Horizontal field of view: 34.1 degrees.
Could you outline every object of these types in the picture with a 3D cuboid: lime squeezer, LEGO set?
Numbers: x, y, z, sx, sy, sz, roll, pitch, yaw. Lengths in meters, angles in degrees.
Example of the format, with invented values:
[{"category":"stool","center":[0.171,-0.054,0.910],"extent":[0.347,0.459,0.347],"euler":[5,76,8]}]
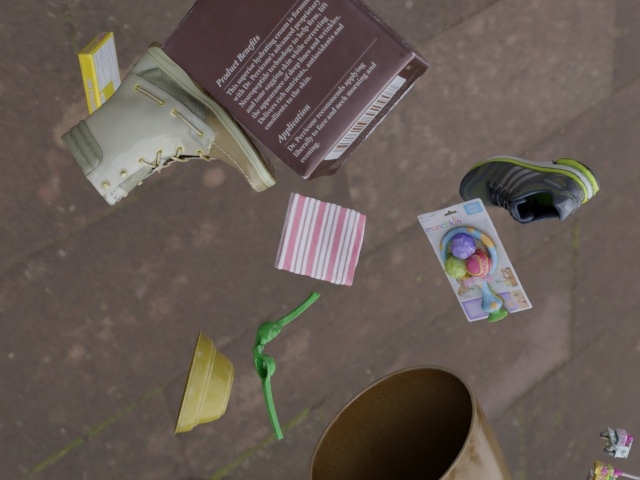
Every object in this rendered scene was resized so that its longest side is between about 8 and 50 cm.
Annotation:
[{"category":"lime squeezer","center":[-0.090,0.232,2.082],"extent":[0.110,0.059,0.310],"euler":[32,62,-37]},{"category":"LEGO set","center":[0.539,0.495,1.936],"extent":[0.132,0.107,0.287],"euler":[-60,161,-58]}]

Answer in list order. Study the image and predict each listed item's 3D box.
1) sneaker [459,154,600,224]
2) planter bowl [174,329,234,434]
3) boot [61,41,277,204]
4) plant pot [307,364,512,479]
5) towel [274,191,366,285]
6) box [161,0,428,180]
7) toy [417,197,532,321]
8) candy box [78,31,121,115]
[{"category":"sneaker","center":[0.384,-0.094,2.033],"extent":[0.121,0.300,0.111],"euler":[-44,118,-33]},{"category":"planter bowl","center":[-0.227,0.294,2.105],"extent":[0.090,0.217,0.217],"euler":[14,108,-6]},{"category":"boot","center":[-0.165,-0.092,1.137],"extent":[0.165,0.213,0.077],"euler":[-44,166,-1]},{"category":"plant pot","center":[0.151,0.330,1.318],"extent":[0.237,0.237,0.254],"euler":[-44,117,-14]},{"category":"towel","center":[0.000,0.000,1.946],"extent":[0.197,0.029,0.144],"euler":[16,85,-41]},{"category":"box","center":[-0.019,-0.192,1.087],"extent":[0.168,0.203,0.167],"euler":[-47,176,12]},{"category":"toy","center":[0.277,0.050,1.921],"extent":[0.237,0.137,0.056],"euler":[60,37,-18]},{"category":"candy box","center":[-0.340,-0.216,1.656],"extent":[0.105,0.027,0.206],"euler":[-78,166,-60]}]
